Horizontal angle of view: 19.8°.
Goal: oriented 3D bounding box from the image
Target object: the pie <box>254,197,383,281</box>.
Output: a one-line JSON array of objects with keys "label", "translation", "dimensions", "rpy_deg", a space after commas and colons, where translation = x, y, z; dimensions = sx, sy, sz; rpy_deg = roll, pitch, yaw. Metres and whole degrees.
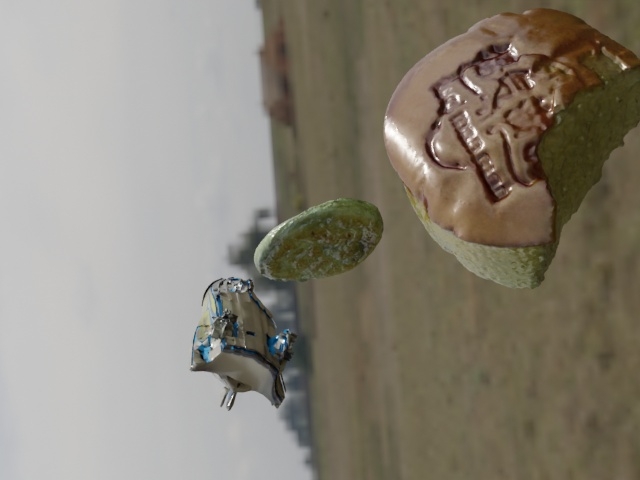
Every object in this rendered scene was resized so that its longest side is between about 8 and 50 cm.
[{"label": "pie", "translation": [-0.001, 0.000, 1.101], "dimensions": [0.084, 0.084, 0.021], "rpy_deg": [87, 167, -62]}]

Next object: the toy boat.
[{"label": "toy boat", "translation": [-0.070, 0.073, 1.556], "dimensions": [0.066, 0.084, 0.210], "rpy_deg": [-63, 15, 17]}]

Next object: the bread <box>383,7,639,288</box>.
[{"label": "bread", "translation": [0.101, -0.055, 1.012], "dimensions": [0.156, 0.125, 0.086], "rpy_deg": [-60, -28, -23]}]
